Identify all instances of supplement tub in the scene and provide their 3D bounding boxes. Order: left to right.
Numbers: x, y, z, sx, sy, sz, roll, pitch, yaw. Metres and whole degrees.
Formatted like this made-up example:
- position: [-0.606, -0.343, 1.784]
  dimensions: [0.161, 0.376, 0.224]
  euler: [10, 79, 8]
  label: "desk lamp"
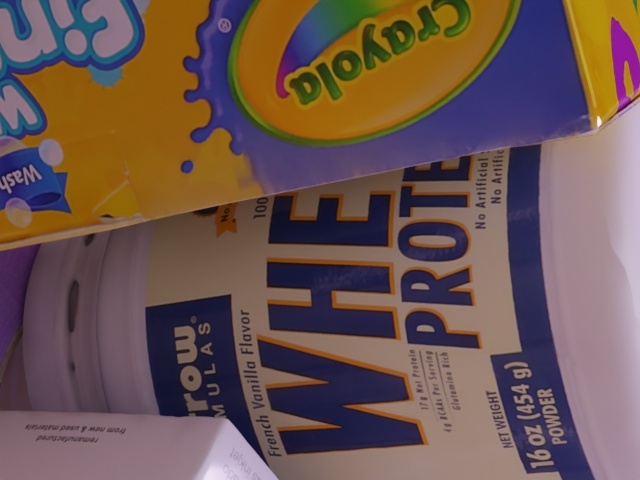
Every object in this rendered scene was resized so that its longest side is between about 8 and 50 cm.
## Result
- position: [0.037, 0.041, 0.696]
  dimensions: [0.235, 0.325, 0.235]
  euler: [28, 58, -55]
  label: "supplement tub"

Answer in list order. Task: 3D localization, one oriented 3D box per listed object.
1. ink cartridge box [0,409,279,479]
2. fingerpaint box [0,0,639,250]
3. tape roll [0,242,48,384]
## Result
- position: [-0.106, 0.213, 0.566]
  dimensions: [0.171, 0.168, 0.232]
  euler: [56, 46, -35]
  label: "ink cartridge box"
- position: [-0.120, -0.190, 0.553]
  dimensions: [0.163, 0.445, 0.371]
  euler: [-33, 109, -60]
  label: "fingerpaint box"
- position: [-0.152, 0.123, 0.764]
  dimensions: [0.275, 0.090, 0.274]
  euler: [29, 56, -55]
  label: "tape roll"
